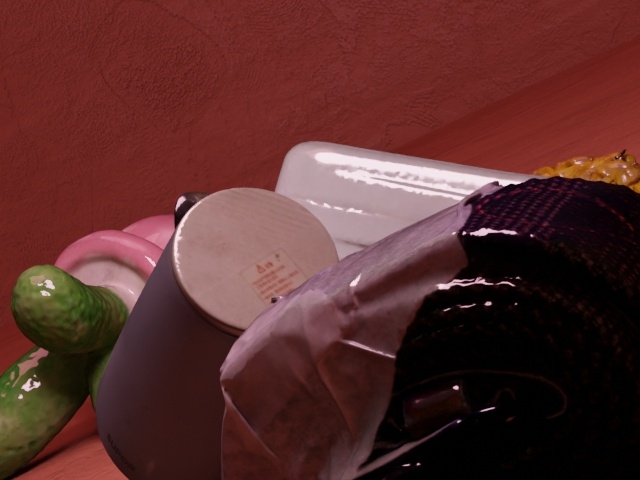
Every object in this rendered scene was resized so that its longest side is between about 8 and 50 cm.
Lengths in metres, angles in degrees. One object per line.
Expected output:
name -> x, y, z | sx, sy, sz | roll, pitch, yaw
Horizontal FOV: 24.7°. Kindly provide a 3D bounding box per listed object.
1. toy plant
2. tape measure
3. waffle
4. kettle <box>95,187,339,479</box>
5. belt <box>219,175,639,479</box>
toy plant -> -0.249, 0.118, 1.695 | 0.356, 0.211, 0.317 | -42, -16, -55
tape measure -> 0.089, 0.017, 1.127 | 0.243, 0.125, 0.246 | 13, -12, 20
waffle -> 0.220, -0.030, 1.611 | 0.293, 0.069, 0.260 | -24, 8, 0
kettle -> -0.053, 0.094, 1.039 | 0.160, 0.210, 0.243 | -26, -20, -28
belt -> 0.068, 0.085, 0.808 | 0.289, 0.184, 0.164 | -28, 10, 29
